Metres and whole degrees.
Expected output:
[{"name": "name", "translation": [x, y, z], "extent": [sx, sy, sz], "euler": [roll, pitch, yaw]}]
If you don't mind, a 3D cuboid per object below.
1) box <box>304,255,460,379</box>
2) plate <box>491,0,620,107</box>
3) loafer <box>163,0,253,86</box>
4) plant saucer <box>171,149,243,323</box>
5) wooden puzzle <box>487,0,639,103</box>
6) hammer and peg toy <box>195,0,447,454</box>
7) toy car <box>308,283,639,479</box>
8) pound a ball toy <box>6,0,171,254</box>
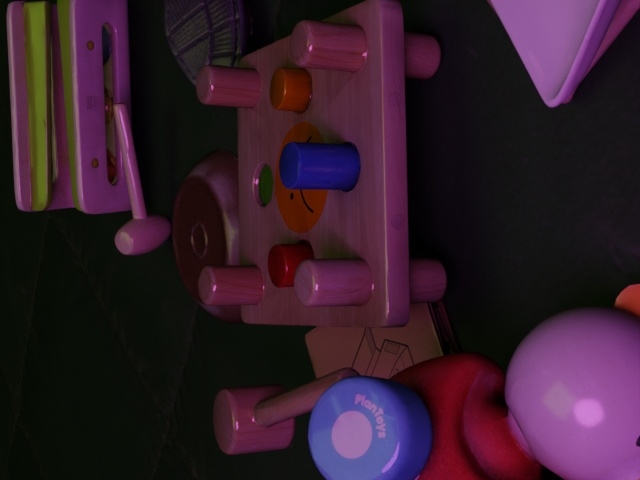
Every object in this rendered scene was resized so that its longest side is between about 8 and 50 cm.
[{"name": "box", "translation": [0.061, 0.127, 0.959], "extent": [0.201, 0.021, 0.164], "euler": [-41, 61, 52]}, {"name": "plate", "translation": [0.138, -0.266, 0.610], "extent": [0.277, 0.045, 0.278], "euler": [104, 153, -53]}, {"name": "loafer", "translation": [-0.120, -0.272, 1.149], "extent": [0.096, 0.084, 0.267], "euler": [-27, 74, 24]}, {"name": "plant saucer", "translation": [-0.123, -0.002, 1.218], "extent": [0.199, 0.036, 0.198], "euler": [16, 110, 56]}, {"name": "wooden puzzle", "translation": [0.160, -0.246, 0.715], "extent": [0.221, 0.044, 0.238], "euler": [63, 143, 30]}, {"name": "hammer and peg toy", "translation": [0.000, 0.000, 0.907], "extent": [0.266, 0.127, 0.361], "euler": [-8, 83, 60]}, {"name": "toy car", "translation": [0.160, 0.133, 0.684], "extent": [0.238, 0.219, 0.210], "euler": [-37, 60, 22]}, {"name": "pound a ball toy", "translation": [-0.274, -0.148, 1.378], "extent": [0.208, 0.136, 0.319], "euler": [2, 98, 32]}]
